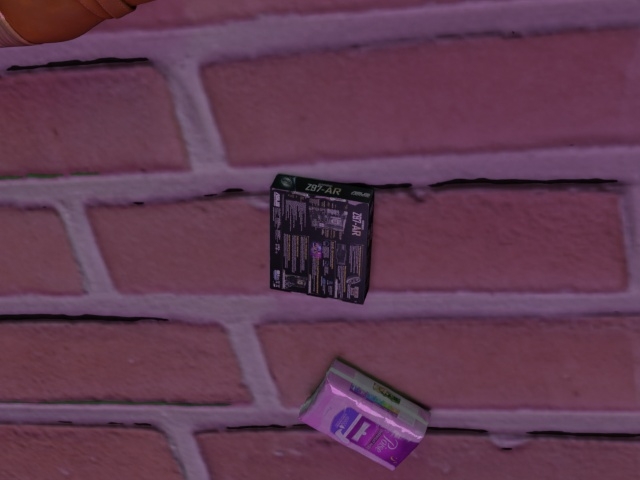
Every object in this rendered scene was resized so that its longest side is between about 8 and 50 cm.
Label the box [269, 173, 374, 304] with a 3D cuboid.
[{"bbox_3d":[0.000,0.000,0.884,0.067,0.018,0.083,9,126,11],"label":"box"}]

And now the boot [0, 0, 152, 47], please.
[{"bbox_3d":[-0.180,-0.202,0.766,0.152,0.073,0.197,-9,133,24],"label":"boot"}]

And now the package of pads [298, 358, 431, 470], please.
[{"bbox_3d":[0.031,0.125,0.955,0.083,0.032,0.050,30,130,-5],"label":"package of pads"}]
